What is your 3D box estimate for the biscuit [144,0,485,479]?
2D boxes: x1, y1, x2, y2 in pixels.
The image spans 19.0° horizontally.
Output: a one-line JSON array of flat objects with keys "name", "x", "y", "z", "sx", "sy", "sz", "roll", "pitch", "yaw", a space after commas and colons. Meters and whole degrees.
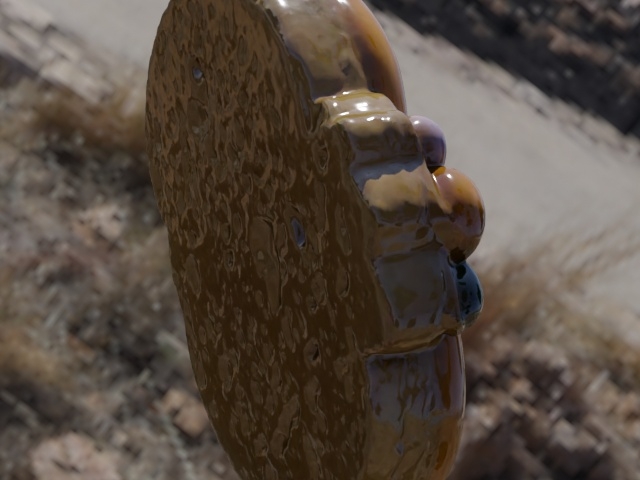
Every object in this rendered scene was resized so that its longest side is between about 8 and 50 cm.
[{"name": "biscuit", "x": 0.004, "y": -0.001, "z": 0.545, "sx": 0.050, "sy": 0.170, "sz": 0.170, "roll": -12, "pitch": 43, "yaw": -24}]
